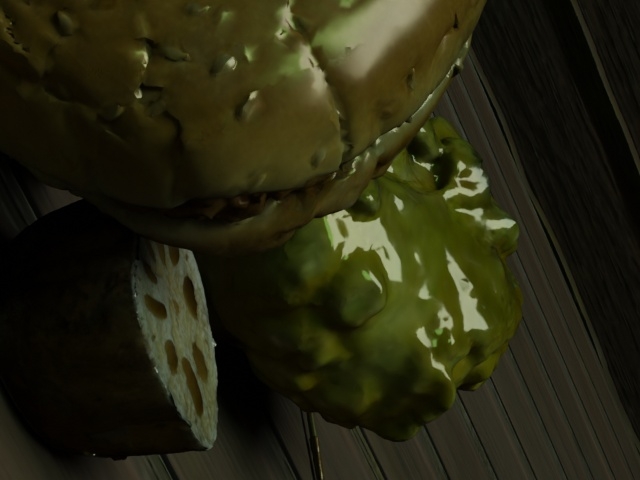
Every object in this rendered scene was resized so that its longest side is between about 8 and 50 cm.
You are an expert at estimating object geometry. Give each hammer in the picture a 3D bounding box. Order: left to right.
[{"bbox_3d":[-0.007,0.117,1.087,0.029,0.014,0.123,34,39,-50],"label":"hammer"}]

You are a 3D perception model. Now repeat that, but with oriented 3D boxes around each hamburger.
[{"bbox_3d":[-0.070,-0.135,0.702,0.259,0.283,0.144,-57,167,-28],"label":"hamburger"}]

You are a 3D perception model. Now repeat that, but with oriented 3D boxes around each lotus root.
[{"bbox_3d":[-0.094,0.043,0.746,0.122,0.081,0.112,-95,160,-46],"label":"lotus root"}]

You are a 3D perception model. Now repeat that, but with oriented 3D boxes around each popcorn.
[{"bbox_3d":[0.000,0.000,0.990,0.266,0.192,0.233,44,35,-5],"label":"popcorn"}]
